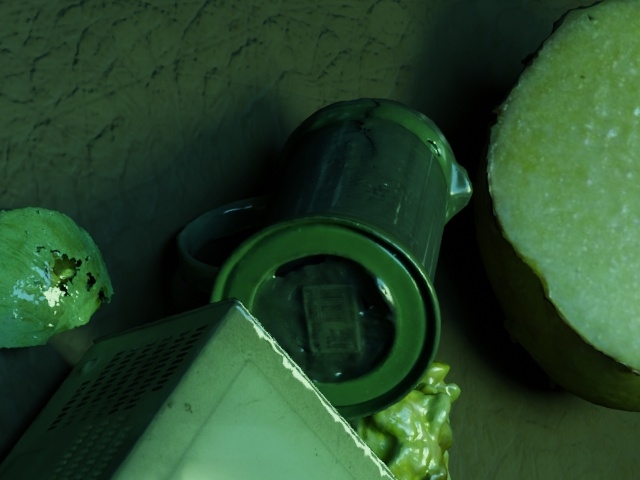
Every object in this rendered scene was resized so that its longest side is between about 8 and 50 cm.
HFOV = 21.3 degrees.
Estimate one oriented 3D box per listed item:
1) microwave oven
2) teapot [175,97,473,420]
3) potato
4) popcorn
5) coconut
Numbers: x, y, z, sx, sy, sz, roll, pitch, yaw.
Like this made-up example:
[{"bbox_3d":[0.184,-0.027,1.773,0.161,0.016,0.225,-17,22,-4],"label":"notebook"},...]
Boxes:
[{"bbox_3d":[-0.092,0.305,1.421,0.394,0.247,0.333,50,48,-20],"label":"microwave oven"},{"bbox_3d":[0.000,0.000,1.605,0.337,0.270,0.200,-70,154,-62],"label":"teapot"},{"bbox_3d":[0.357,-0.015,1.924,0.385,0.319,0.442,18,68,7],"label":"potato"},{"bbox_3d":[0.053,0.191,1.631,0.167,0.187,0.185,48,29,16],"label":"popcorn"},{"bbox_3d":[-0.248,0.028,1.494,0.158,0.055,0.133,-46,111,-42],"label":"coconut"}]
